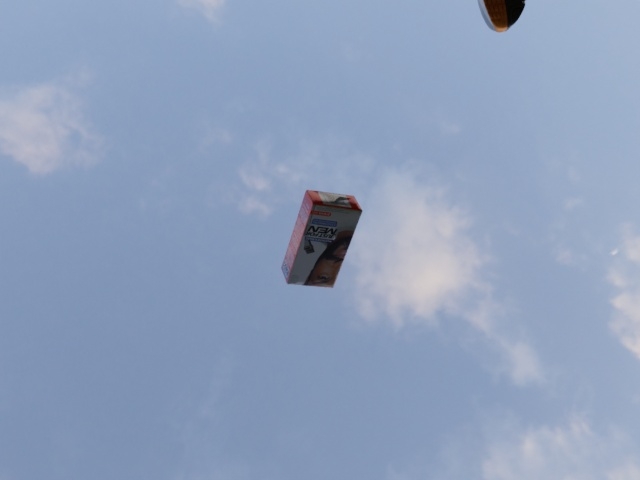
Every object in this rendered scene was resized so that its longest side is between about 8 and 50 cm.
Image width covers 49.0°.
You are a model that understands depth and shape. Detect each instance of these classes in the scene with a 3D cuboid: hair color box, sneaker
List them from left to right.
[{"bbox_3d":[0.000,0.000,1.220,0.093,0.167,0.053,6,-146,-21],"label":"hair color box"},{"bbox_3d":[0.333,-0.516,1.381,0.099,0.121,0.263,-2,-105,-8],"label":"sneaker"}]
